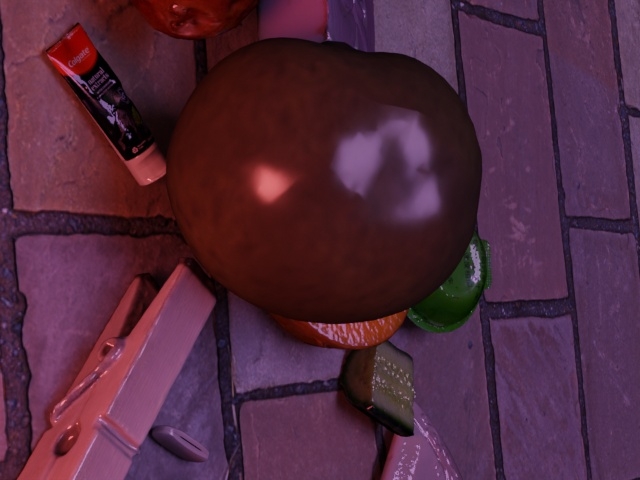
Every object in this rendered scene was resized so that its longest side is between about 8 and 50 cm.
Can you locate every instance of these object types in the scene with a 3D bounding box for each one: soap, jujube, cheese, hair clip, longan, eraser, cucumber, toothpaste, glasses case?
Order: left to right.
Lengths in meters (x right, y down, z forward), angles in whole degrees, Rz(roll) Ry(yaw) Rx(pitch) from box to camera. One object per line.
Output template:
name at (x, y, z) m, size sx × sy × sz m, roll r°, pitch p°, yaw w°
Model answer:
toothpaste at (-0.240, -0.150, 1.520) m, size 0.193 × 0.045 × 0.071 m, roll 59°, pitch 39°, yaw -20°
hair clip at (-0.221, 0.164, 1.439) m, size 0.085 × 0.101 × 0.330 m, roll 57°, pitch 45°, yaw -34°
glasses case at (-0.162, 0.236, 1.554) m, size 0.083 × 0.032 × 0.021 m, roll 42°, pitch 53°, yaw -40°
jujube at (-0.148, -0.366, 1.560) m, size 0.197 × 0.197 × 0.290 m, roll 33°, pitch 43°, yaw -46°
soap at (-0.007, -0.328, 1.739) m, size 0.285 × 0.107 × 0.296 m, roll 40°, pitch 45°, yaw -70°
longan at (0.005, -0.073, 1.523) m, size 0.361 × 0.361 × 0.360 m, roll 15°, pitch 71°, yaw -52°
cucumber at (0.083, 0.205, 1.873) m, size 0.115 × 0.062 × 0.116 m, roll 39°, pitch 46°, yaw -45°
cheese at (0.139, 0.035, 1.965) m, size 0.320 × 0.083 × 0.203 m, roll 1°, pitch 84°, yaw -38°
eraser at (0.167, 0.372, 1.953) m, size 0.243 × 0.059 × 0.204 m, roll 44°, pitch 50°, yaw -35°

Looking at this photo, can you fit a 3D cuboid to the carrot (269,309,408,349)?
carrot at (0.000, 0.000, 1.767) m, size 0.258 × 0.100 × 0.307 m, roll -45°, pitch 109°, yaw -40°
